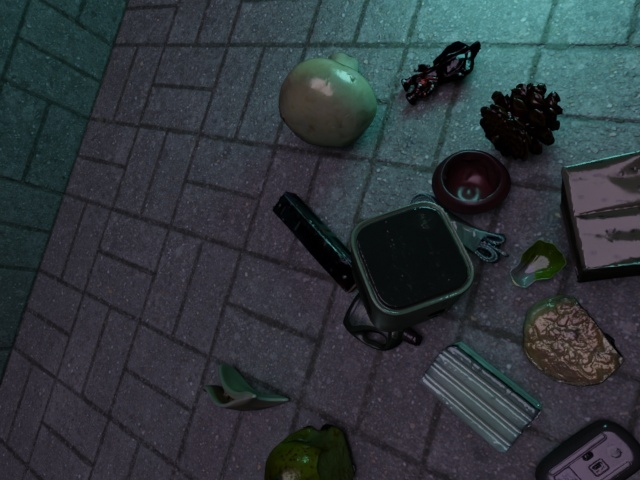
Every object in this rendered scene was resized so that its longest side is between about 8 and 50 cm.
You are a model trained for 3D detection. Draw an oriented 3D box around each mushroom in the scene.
[{"bbox_3d":[0.035,-0.474,1.348,0.315,0.314,0.336,-1,58,28],"label":"mushroom"}]

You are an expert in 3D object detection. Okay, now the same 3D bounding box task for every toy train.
[{"bbox_3d":[0.000,0.000,1.350,0.409,0.089,0.086,47,112,26],"label":"toy train"}]

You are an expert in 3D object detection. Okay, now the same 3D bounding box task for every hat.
[{"bbox_3d":[0.410,-0.155,1.161,0.206,0.089,0.205,-6,67,15],"label":"hat"}]

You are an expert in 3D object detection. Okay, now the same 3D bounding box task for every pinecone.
[{"bbox_3d":[0.521,-0.314,1.087,0.208,0.208,0.207,-6,77,27],"label":"pinecone"}]

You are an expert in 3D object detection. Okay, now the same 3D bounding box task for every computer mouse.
[{"bbox_3d":[0.599,0.504,0.946,0.232,0.057,0.120,-45,63,10],"label":"computer mouse"}]

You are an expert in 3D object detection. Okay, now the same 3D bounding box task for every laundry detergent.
[{"bbox_3d":[0.181,0.247,1.211,0.222,0.078,0.144,30,91,27],"label":"laundry detergent"}]

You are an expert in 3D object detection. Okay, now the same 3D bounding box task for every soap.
[{"bbox_3d":[0.400,0.385,1.061,0.261,0.094,0.150,39,103,27],"label":"soap"}]

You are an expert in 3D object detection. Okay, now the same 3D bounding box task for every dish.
[{"bbox_3d":[0.547,0.065,1.076,0.137,0.039,0.091,-43,68,14],"label":"dish"}]

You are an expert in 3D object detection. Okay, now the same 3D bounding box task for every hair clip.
[{"bbox_3d":[-0.266,0.491,1.354,0.282,0.172,0.113,17,80,39],"label":"hair clip"}]

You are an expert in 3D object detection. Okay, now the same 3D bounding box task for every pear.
[{"bbox_3d":[-0.069,0.623,1.165,0.238,0.255,0.163,-20,72,28],"label":"pear"}]

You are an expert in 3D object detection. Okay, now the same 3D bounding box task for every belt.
[{"bbox_3d":[0.378,-0.039,1.167,0.302,0.072,0.087,36,99,29],"label":"belt"}]

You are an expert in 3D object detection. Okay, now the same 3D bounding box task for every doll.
[{"bbox_3d":[0.365,-0.512,1.273,0.249,0.088,0.127,-31,87,29],"label":"doll"}]

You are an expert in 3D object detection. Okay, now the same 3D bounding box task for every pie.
[{"bbox_3d":[0.583,0.244,1.012,0.185,0.052,0.218,-34,68,16],"label":"pie"}]

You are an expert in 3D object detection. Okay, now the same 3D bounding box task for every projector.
[{"bbox_3d":[0.218,0.076,1.085,0.249,0.249,0.248,-19,68,-2],"label":"projector"}]

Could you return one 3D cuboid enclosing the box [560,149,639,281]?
[{"bbox_3d":[0.637,-0.037,0.906,0.191,0.297,0.225,-11,75,29],"label":"box"}]
